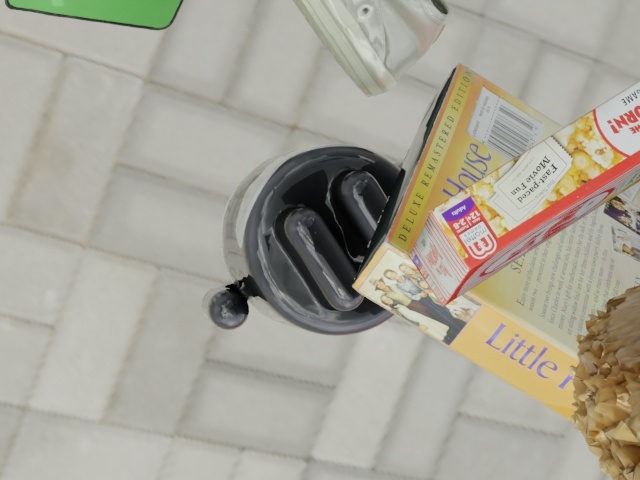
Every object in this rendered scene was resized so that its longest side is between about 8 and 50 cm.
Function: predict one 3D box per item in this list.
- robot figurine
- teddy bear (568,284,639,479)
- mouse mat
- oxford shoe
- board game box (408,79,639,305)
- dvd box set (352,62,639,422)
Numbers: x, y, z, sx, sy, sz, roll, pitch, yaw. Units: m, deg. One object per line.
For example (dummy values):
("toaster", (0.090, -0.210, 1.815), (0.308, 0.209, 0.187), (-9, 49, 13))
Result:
("robot figurine", (0.003, 0.001, 1.495), (0.209, 0.278, 0.174), (6, 89, -12))
("teddy bear", (0.236, 0.021, 0.396), (0.338, 0.245, 0.113), (-24, 104, -12))
("mouse mat", (-0.191, -0.269, 1.529), (0.189, 0.007, 0.153), (4, 127, -39))
("oxford shoe", (-0.013, -0.314, 1.437), (0.130, 0.169, 0.449), (-35, 131, 2))
("board game box", (0.152, -0.037, 1.029), (0.193, 0.147, 0.045), (-32, 82, -7))
("dvd box set", (0.247, 0.048, 1.322), (0.420, 0.308, 0.062), (31, 124, -5))
